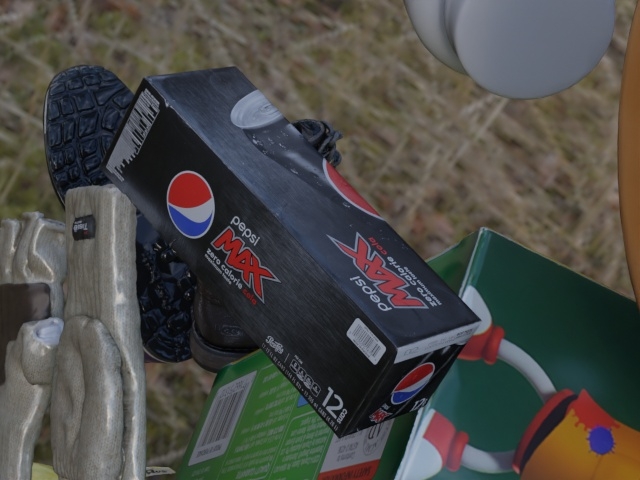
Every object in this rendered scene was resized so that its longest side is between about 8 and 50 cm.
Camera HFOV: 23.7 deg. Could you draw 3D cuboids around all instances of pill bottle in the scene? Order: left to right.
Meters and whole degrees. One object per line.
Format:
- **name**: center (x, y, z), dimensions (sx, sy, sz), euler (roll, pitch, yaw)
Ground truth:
- **pill bottle**: center (0.096, -0.168, 0.854), dimensions (0.117, 0.117, 0.215), euler (23, 29, -22)

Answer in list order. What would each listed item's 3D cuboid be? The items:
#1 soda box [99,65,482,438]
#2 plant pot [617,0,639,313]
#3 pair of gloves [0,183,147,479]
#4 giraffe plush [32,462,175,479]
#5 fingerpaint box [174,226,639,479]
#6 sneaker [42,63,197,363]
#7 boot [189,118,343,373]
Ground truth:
- **soda box**: center (-0.015, 0.000, 0.635), dimensions (0.060, 0.053, 0.169), euler (-14, 53, -47)
- **plant pot**: center (0.280, -0.028, 0.551), dimensions (0.291, 0.203, 0.290), euler (2, 87, -39)
- **pair of gloves**: center (-0.147, 0.078, 0.870), dimensions (0.042, 0.240, 0.204), euler (5, 81, -28)
- **giraffe plush**: center (-0.246, 0.321, 1.529), dimensions (0.181, 0.210, 0.170), euler (39, 45, -47)
- **fingerpaint box**: center (0.135, 0.185, 0.878), dimensions (0.371, 0.445, 0.163), euler (26, 70, -13)
- **sneaker**: center (-0.199, -0.016, 1.398), dimensions (0.107, 0.124, 0.283), euler (-20, 93, -30)
- **boot**: center (0.000, 0.000, 1.222), dimensions (0.263, 0.229, 0.091), euler (-11, 44, -14)
